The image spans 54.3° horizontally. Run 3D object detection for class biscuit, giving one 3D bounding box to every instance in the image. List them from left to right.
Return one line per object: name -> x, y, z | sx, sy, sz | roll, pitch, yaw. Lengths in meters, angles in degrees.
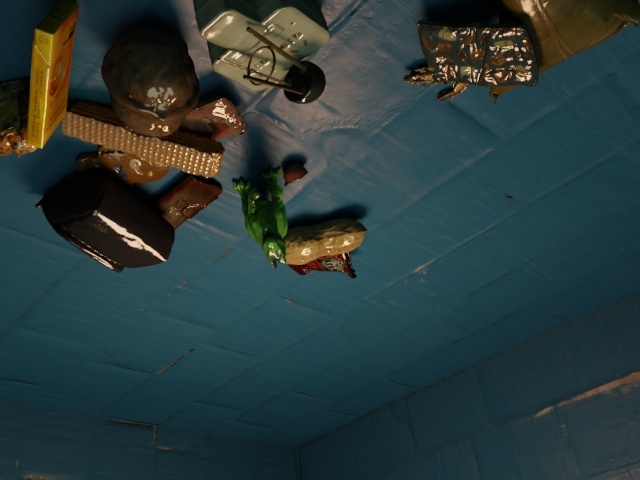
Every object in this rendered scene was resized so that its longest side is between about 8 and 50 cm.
biscuit -> -0.512, -0.195, 1.633 | 0.236, 0.039, 0.180 | -12, 144, 0
biscuit -> -0.422, -0.241, 1.501 | 0.378, 0.054, 0.094 | 15, 139, -11
biscuit -> 0.006, 0.072, 2.095 | 0.235, 0.063, 0.151 | 0, 152, 26

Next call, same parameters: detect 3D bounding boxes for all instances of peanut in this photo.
peanut -> 0.000, 0.000, 1.951 | 0.298, 0.120, 0.136 | -14, -170, 5

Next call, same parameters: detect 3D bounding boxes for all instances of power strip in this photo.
power strip -> -0.146, -0.452, 1.295 | 0.229, 0.141, 0.261 | -30, 154, 29

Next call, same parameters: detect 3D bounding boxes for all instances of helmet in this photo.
helmet -> -0.079, -0.187, 1.728 | 0.084, 0.065, 0.049 | -24, 105, 35

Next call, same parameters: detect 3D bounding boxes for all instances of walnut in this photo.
walnut -> -0.355, -0.332, 1.310 | 0.224, 0.224, 0.224 | -6, 145, -4

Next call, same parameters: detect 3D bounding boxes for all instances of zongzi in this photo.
zongzi -> 0.392, -0.491, 1.310 | 0.447, 0.181, 0.418 | 18, 145, -32

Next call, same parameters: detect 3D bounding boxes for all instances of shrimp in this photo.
shrimp -> 0.287, -0.389, 1.546 | 0.178, 0.034, 0.124 | -12, 152, -4

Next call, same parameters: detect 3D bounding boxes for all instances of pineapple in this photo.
pineapple -> -0.691, -0.273, 1.386 | 0.236, 0.186, 0.114 | 25, 165, 25

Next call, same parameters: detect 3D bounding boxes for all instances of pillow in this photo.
pillow -> -0.308, -0.281, 1.531 | 0.248, 0.049, 0.135 | -14, 145, 21
pillow -> 0.344, -0.406, 1.369 | 0.255, 0.034, 0.189 | 12, 156, 31

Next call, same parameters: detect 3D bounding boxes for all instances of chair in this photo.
chair -> -0.097, -0.350, 1.296 | 0.221, 0.104, 0.095 | 9, 177, -44

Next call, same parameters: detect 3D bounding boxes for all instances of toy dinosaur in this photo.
toy dinosaur -> -0.126, 0.012, 1.742 | 0.144, 0.374, 0.500 | -16, 143, -5

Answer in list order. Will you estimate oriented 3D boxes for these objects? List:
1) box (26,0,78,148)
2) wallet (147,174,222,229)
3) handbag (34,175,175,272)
box -> -0.551, -0.338, 1.277 | 0.043, 0.152, 0.269 | 16, 130, -12
wallet -> -0.399, -0.106, 1.787 | 0.255, 0.031, 0.137 | -30, 144, 30
handbag -> -0.592, -0.026, 1.695 | 0.275, 0.178, 0.302 | -12, 147, 25
